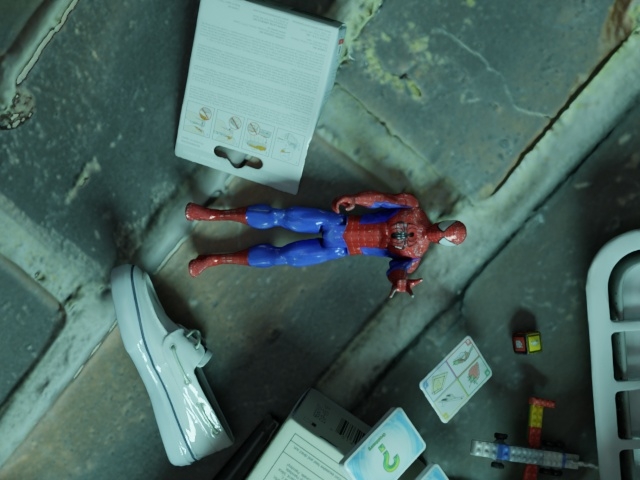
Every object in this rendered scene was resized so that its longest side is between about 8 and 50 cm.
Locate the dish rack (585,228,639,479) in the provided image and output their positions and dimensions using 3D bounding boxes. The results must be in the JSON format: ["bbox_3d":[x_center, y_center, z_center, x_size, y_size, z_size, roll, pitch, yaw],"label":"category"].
[{"bbox_3d":[0.419,0.119,0.719,0.333,0.072,0.285,-5,94,11],"label":"dish rack"}]

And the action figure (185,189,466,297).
[{"bbox_3d":[0.000,0.000,0.754,0.281,0.139,0.091,-2,96,8],"label":"action figure"}]

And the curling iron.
[{"bbox_3d":[-0.139,0.290,0.852,0.068,0.035,0.274,44,101,3],"label":"curling iron"}]

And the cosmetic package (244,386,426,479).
[{"bbox_3d":[-0.039,0.327,0.800,0.160,0.113,0.309,35,101,5],"label":"cosmetic package"}]

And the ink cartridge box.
[{"bbox_3d":[-0.064,-0.153,0.805,0.146,0.045,0.179,18,117,7],"label":"ink cartridge box"}]

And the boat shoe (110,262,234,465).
[{"bbox_3d":[-0.151,0.124,0.826,0.076,0.083,0.226,-17,104,0],"label":"boat shoe"}]

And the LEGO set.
[{"bbox_3d":[0.157,0.195,0.728,0.244,0.060,0.182,-39,103,-27],"label":"LEGO set"}]
